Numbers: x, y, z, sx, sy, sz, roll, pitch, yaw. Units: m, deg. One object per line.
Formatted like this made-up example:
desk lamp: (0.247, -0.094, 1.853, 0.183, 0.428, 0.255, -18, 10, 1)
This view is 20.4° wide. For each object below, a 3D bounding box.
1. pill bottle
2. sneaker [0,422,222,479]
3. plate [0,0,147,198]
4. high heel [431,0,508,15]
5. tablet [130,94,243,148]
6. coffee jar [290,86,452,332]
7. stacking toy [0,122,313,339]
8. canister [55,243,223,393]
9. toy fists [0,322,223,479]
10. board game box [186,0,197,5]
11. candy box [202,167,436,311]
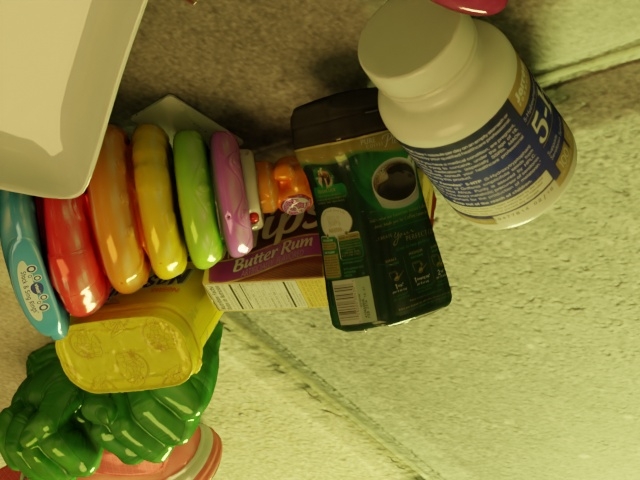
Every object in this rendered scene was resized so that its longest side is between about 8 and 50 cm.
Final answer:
pill bottle: (0.108, -0.100, 1.334, 0.112, 0.112, 0.186, -12, 143, 28)
sneaker: (-0.265, 0.231, 1.958, 0.314, 0.116, 0.136, -19, 129, 25)
plate: (-0.269, -0.166, 1.265, 0.277, 0.045, 0.278, 9, 126, -19)
high heel: (0.078, -0.240, 1.154, 0.117, 0.082, 0.244, -11, 131, 43)
tablet: (-0.112, -0.092, 1.492, 0.083, 0.006, 0.054, 32, 140, -32)
coffee jar: (0.038, -0.026, 1.393, 0.096, 0.184, 0.079, -15, -175, -40)
stacking toy: (-0.106, -0.034, 1.464, 0.302, 0.165, 0.175, -8, 137, 0)
canister: (-0.143, 0.056, 1.569, 0.126, 0.170, 0.073, -8, 117, 22)
toy fists: (-0.217, 0.162, 1.782, 0.279, 0.142, 0.096, -18, 140, 33)
board game box: (-0.146, -0.275, 1.150, 0.281, 0.027, 0.145, 30, 121, -31)
candy box: (0.000, 0.000, 1.517, 0.187, 0.109, 0.053, -2, 146, 16)
